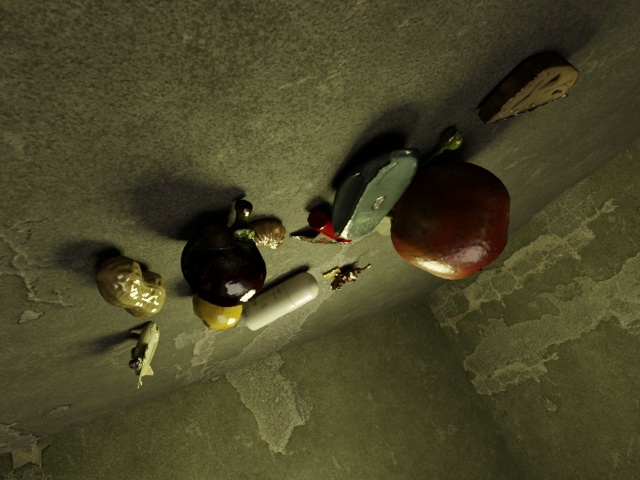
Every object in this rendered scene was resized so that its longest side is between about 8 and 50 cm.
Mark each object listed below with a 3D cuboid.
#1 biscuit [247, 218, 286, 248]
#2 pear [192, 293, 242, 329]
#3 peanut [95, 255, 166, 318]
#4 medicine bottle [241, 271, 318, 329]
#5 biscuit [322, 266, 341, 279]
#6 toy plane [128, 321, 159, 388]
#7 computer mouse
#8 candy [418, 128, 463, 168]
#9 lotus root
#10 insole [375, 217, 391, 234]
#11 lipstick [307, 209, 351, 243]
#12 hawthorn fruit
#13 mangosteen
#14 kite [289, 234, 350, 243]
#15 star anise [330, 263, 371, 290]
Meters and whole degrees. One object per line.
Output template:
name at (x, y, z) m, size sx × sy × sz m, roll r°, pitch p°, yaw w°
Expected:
biscuit at (-0.166, -0.012, 1.270) m, size 0.118 × 0.061 × 0.183 m, roll -37°, pitch 155°, yaw 24°
pear at (-0.365, 0.229, 1.474) m, size 0.178 × 0.178 × 0.178 m, roll -22°, pitch 158°, yaw -9°
peanut at (-0.505, 0.126, 1.137) m, size 0.136 × 0.120 × 0.298 m, roll -46°, pitch 162°, yaw -16°
medicine bottle at (-0.165, 0.248, 1.778) m, size 0.341 × 0.130 × 0.130 m, roll -30°, pitch 158°, yaw 9°
biscuit at (0.054, 0.154, 1.954) m, size 0.083 × 0.018 × 0.081 m, roll -29°, pitch 158°, yaw 6°
toy plane at (-0.667, 0.420, 1.590) m, size 0.104 × 0.242 × 0.256 m, roll 3°, pitch 113°, yaw -16°
computer mouse at (0.142, -0.150, 1.223) m, size 0.203 × 0.114 × 0.374 m, roll -5°, pitch 144°, yaw -36°
candy at (0.358, -0.271, 1.282) m, size 0.062 × 0.058 × 0.194 m, roll -50°, pitch -175°, yaw -34°
lotus root at (0.572, -0.418, 1.132) m, size 0.261 × 0.074 × 0.170 m, roll -20°, pitch 157°, yaw -11°
insole at (0.277, -0.062, 1.713) m, size 0.119 × 0.009 × 0.348 m, roll -34°, pitch 157°, yaw 21°
lipstick at (0.043, -0.042, 1.415) m, size 0.073 × 0.073 × 0.280 m, roll -31°, pitch 159°, yaw 14°
hawthorn fruit at (0.388, -0.071, 1.371) m, size 0.403 × 0.402 × 0.403 m, roll -22°, pitch 158°, yaw -9°
mangosteen at (-0.236, 0.035, 1.111) m, size 0.231 × 0.231 × 0.289 m, roll 10°, pitch 118°, yaw -56°
kite at (0.000, -0.001, 1.452) m, size 0.232 × 0.009 × 0.189 m, roll 7°, pitch 172°, yaw -16°
star anise at (0.145, 0.165, 1.998) m, size 0.234 × 0.073 × 0.177 m, roll -28°, pitch 176°, yaw 10°
